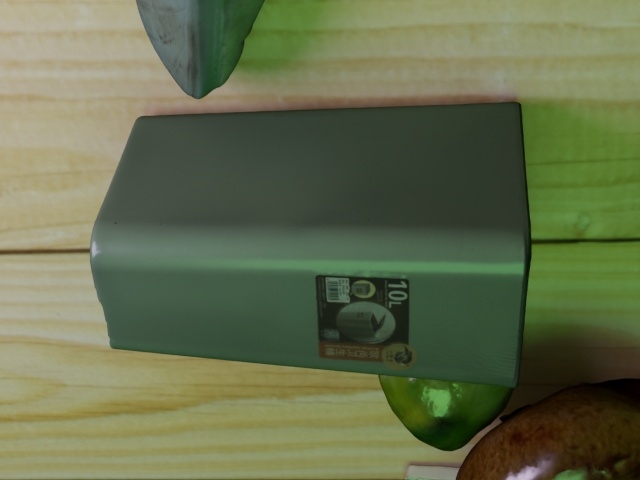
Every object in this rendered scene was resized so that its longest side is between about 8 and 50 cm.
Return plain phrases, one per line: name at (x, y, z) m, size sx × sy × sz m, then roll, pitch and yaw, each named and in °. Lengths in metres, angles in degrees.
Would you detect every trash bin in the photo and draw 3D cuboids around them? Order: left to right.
trash bin at (0.000, 0.000, 0.960) m, size 0.343 × 0.223 × 0.158 m, roll 0°, pitch 129°, yaw 6°

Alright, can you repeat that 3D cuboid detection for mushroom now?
mushroom at (0.293, 0.283, 1.116) m, size 0.345 × 0.260 × 0.346 m, roll -11°, pitch 131°, yaw -13°

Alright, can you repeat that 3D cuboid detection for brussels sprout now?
brussels sprout at (0.129, 0.138, 1.123) m, size 0.151 × 0.122 × 0.149 m, roll 27°, pitch 129°, yaw -16°

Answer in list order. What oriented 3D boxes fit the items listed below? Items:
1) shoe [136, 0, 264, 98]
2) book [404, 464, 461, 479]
shoe at (-0.083, -0.224, 0.873) m, size 0.100 × 0.103 × 0.251 m, roll -30°, pitch 152°, yaw -27°
book at (0.235, 0.412, 1.397) m, size 0.264 × 0.031 × 0.379 m, roll 1°, pitch 129°, yaw 6°
